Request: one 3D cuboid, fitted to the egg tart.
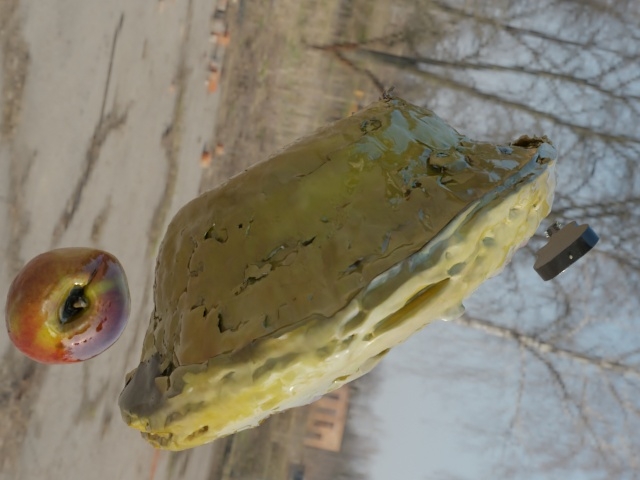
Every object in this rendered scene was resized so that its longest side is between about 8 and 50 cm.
[{"bbox_3d":[0.000,0.000,0.921,0.178,0.443,0.443,58,5,-4],"label":"egg tart"}]

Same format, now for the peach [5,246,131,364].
[{"bbox_3d":[-0.511,0.131,2.146,0.281,0.238,0.281,-47,-169,12],"label":"peach"}]

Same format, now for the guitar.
[{"bbox_3d":[0.319,0.000,1.409,0.088,0.025,0.233,-41,-176,12],"label":"guitar"}]
